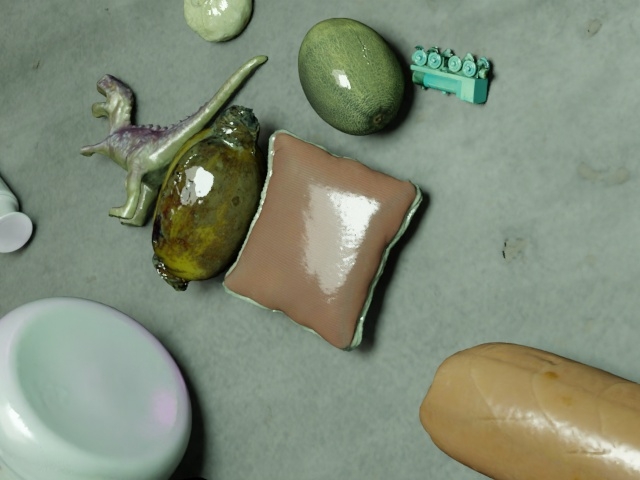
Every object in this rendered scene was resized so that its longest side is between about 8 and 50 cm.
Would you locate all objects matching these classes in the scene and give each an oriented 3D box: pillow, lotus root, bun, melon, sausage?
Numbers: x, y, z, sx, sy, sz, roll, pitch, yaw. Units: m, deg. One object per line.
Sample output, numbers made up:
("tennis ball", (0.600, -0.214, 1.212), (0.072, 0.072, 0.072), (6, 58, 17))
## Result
("pillow", (0.000, 0.000, 1.265), (0.171, 0.075, 0.179), (25, 99, 26))
("lotus root", (-0.112, -0.044, 1.343), (0.120, 0.120, 0.210), (37, 109, 36))
("bun", (-0.118, -0.260, 1.410), (0.086, 0.054, 0.086), (-5, 82, 38))
("melon", (0.029, -0.162, 1.252), (0.098, 0.098, 0.131), (-44, 60, 27))
("sausage", (0.218, 0.165, 1.042), (0.304, 0.121, 0.121), (18, 96, 39))

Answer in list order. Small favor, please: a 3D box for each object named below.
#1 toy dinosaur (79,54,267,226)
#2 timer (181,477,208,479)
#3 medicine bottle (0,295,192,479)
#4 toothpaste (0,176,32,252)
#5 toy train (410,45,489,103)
("toy dinosaur", (-0.184, -0.114, 1.442), (0.251, 0.072, 0.200), (1, 75, 49))
("timer", (-0.105, 0.352, 1.330), (0.144, 0.055, 0.188), (12, 97, 49))
("medicine bottle", (-0.304, 0.232, 1.386), (0.302, 0.241, 0.241), (-48, 57, 36))
("toothpaste", (-0.471, -0.095, 1.682), (0.323, 0.066, 0.100), (43, 111, 40))
("toy train", (0.123, -0.159, 1.220), (0.092, 0.029, 0.045), (20, 114, 43))
